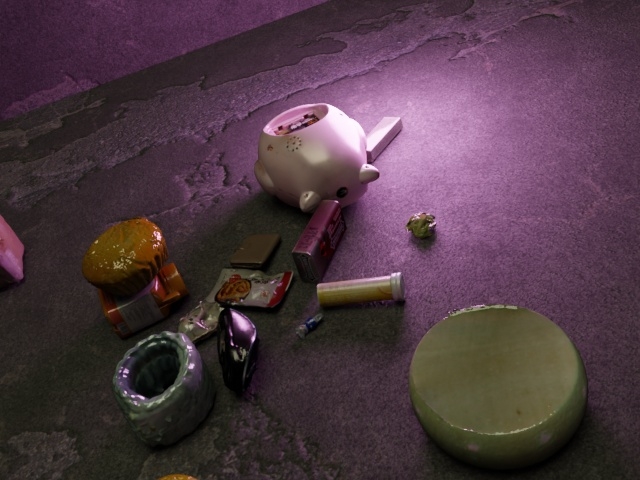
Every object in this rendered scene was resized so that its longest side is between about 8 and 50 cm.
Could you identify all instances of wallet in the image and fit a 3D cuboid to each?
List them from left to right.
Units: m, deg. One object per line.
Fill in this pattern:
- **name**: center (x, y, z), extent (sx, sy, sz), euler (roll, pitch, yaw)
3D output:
- **wallet**: center (-0.189, 0.031, 1.985), extent (0.118, 0.038, 0.152), euler (2, 36, 23)

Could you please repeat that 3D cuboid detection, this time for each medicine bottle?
- **medicine bottle**: center (-0.488, 0.153, 1.897), extent (0.222, 0.112, 0.149), euler (-27, 39, -11)
- **medicine bottle**: center (0.103, 0.129, 1.737), extent (0.218, 0.073, 0.073), euler (-8, 40, 15)

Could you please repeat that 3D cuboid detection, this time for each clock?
- **clock**: center (-0.016, -0.251, 2.089), extent (0.369, 0.250, 0.376), euler (-26, 39, -9)

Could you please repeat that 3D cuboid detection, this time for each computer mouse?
- **computer mouse**: center (-0.195, 0.261, 1.648), extent (0.097, 0.137, 0.233), euler (-4, 34, -15)

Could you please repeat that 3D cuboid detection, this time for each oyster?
- **oyster**: center (-0.321, 0.221, 1.802), extent (0.166, 0.053, 0.108), euler (-29, 66, -26)

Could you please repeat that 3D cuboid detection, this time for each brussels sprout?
- **brussels sprout**: center (0.282, -0.048, 1.893), extent (0.085, 0.058, 0.085), euler (2, 36, -2)

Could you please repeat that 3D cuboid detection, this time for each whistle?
- **whistle**: center (-0.026, 0.213, 1.718), extent (0.083, 0.029, 0.033), euler (-38, 79, -16)

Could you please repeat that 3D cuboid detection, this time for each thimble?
- **thimble**: center (-0.363, 0.340, 1.581), extent (0.205, 0.171, 0.250), euler (-1, 40, 18)

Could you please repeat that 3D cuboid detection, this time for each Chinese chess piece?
- **Chinese chess piece**: center (0.355, 0.291, 1.384), extent (0.350, 0.146, 0.349), euler (-11, 40, 9)

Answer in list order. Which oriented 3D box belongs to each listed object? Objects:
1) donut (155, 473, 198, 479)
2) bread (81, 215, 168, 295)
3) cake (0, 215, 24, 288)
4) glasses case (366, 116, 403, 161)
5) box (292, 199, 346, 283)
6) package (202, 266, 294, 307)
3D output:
- **donut**: center (-0.308, 0.555, 1.379), extent (0.190, 0.074, 0.174), euler (-14, 38, 4)
- **bread**: center (-0.522, 0.049, 1.832), extent (0.240, 0.139, 0.239), euler (-12, 37, 9)
- **cake**: center (-1.138, 0.048, 2.181), extent (0.309, 0.230, 0.237), euler (-21, 37, -3)
- **glasses case**: center (0.196, -0.339, 2.278), extent (0.071, 0.047, 0.205), euler (11, 47, 37)
- **box**: center (0.000, 0.000, 1.891), extent (0.069, 0.120, 0.224), euler (4, 42, 25)
- **package**: center (-0.199, 0.131, 1.879), extent (0.240, 0.030, 0.154), euler (2, 41, 24)
